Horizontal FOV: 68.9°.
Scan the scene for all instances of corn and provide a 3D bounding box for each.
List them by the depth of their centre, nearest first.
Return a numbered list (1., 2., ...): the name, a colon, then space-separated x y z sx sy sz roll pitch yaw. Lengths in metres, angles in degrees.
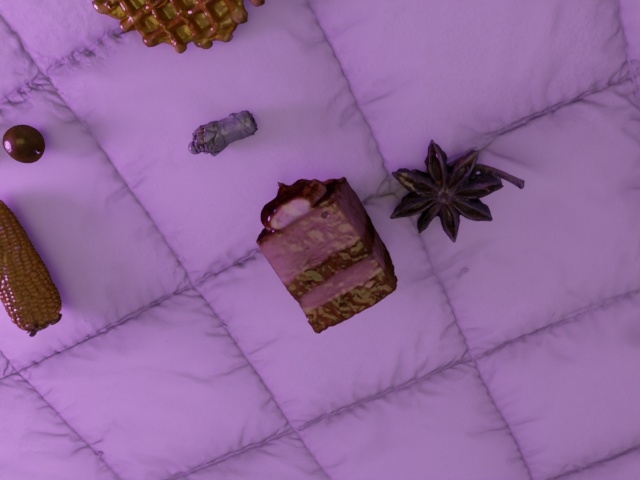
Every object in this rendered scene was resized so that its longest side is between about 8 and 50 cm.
1. corn: -0.645 0.052 0.984 0.106 0.106 0.305 -13 108 5

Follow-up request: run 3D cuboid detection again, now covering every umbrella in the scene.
1. umbrella: -0.192 -0.205 0.902 0.143 0.062 0.067 -25 141 9

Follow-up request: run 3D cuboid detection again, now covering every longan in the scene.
1. longan: -0.564 -0.182 0.895 0.083 0.075 0.075 33 112 17

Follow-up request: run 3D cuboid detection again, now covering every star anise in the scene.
1. star anise: 0.262 -0.101 0.932 0.262 0.081 0.230 -14 112 17

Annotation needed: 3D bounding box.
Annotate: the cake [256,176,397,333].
1. cake: 0.000 0.000 0.919 0.196 0.199 0.293 -30 106 17

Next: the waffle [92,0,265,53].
1. waffle: -0.239 -0.459 0.772 0.309 0.065 0.283 12 123 -9
